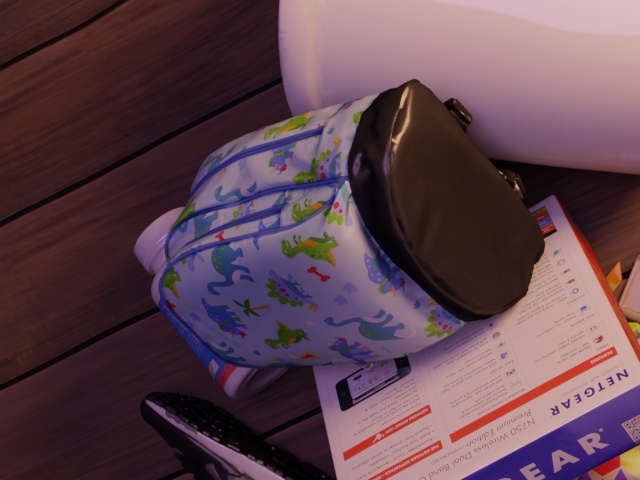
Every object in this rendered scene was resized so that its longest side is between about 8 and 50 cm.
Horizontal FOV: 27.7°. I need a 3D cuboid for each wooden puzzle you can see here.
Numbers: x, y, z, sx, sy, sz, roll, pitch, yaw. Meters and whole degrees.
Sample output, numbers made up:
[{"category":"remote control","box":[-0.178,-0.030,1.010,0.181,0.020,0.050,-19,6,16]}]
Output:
[{"category":"wooden puzzle","box":[0.369,0.059,1.435,0.116,0.014,0.078,30,98,20]}]

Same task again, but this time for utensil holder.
[{"category":"utensil holder","box":[0.193,-0.245,1.373,0.386,0.327,0.327,9,86,18]}]

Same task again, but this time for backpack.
[{"category":"backpack","box":[0.000,0.000,1.350,0.356,0.290,0.273,7,60,43]}]

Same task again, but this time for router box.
[{"category":"router box","box":[0.162,0.145,1.374,0.335,0.082,0.301,-30,37,14]}]

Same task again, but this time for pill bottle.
[{"category":"pill bottle","box":[-0.124,0.070,1.548,0.124,0.124,0.221,-45,72,9]}]

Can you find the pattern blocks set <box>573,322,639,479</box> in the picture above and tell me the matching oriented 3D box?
[{"category":"pattern blocks set","box":[0.324,0.231,1.421,0.325,0.026,0.285,7,86,20]}]

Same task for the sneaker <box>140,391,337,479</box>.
[{"category":"sneaker","box":[-0.113,0.287,1.532,0.283,0.107,0.124,30,100,20]}]

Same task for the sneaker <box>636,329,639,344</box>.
[{"category":"sneaker","box":[0.364,0.123,1.369,0.258,0.094,0.091,-16,60,12]}]
